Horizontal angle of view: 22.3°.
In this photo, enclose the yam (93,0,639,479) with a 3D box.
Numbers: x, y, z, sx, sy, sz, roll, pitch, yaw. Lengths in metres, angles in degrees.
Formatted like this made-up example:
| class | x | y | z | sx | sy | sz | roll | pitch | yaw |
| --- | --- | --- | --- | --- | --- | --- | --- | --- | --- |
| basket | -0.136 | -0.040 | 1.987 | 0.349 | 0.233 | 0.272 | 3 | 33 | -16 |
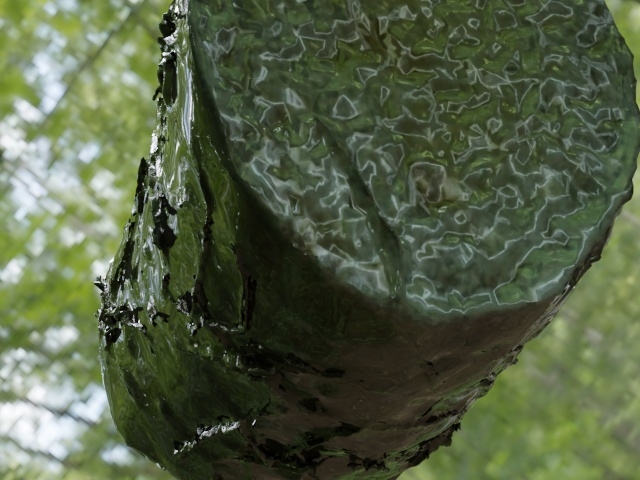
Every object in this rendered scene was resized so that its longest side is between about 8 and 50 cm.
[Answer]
| class | x | y | z | sx | sy | sz | roll | pitch | yaw |
| --- | --- | --- | --- | --- | --- | --- | --- | --- | --- |
| yam | 0.003 | 0.004 | 0.715 | 0.202 | 0.201 | 0.271 | 4 | -24 | -18 |
